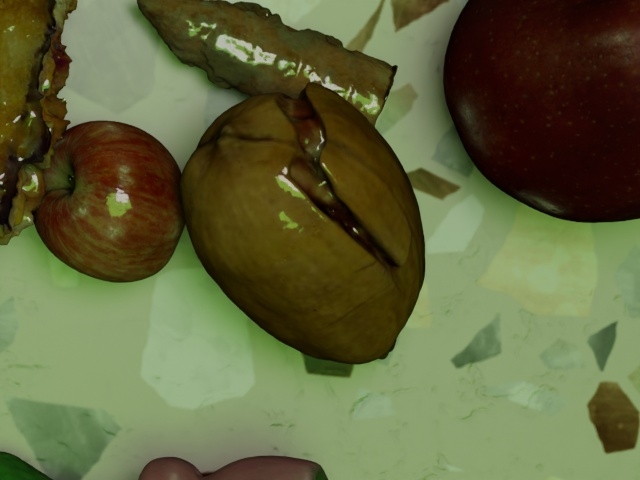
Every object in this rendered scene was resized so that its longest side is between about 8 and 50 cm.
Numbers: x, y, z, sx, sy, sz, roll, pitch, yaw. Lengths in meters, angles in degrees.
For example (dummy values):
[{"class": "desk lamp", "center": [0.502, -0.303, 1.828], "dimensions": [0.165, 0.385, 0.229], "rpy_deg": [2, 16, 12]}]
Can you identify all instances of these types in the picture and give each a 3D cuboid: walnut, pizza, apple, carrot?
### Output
[{"class": "walnut", "center": [0.000, 0.000, 1.462], "dimensions": [0.209, 0.209, 0.336], "rpy_deg": [-37, 131, -8]}, {"class": "pizza", "center": [-0.345, -0.114, 1.401], "dimensions": [0.278, 0.114, 0.409], "rpy_deg": [40, 82, 10]}, {"class": "apple", "center": [-0.190, -0.034, 1.451], "dimensions": [0.131, 0.146, 0.146], "rpy_deg": [22, 89, -38]}, {"class": "apple", "center": [0.278, -0.152, 1.474], "dimensions": [0.288, 0.317, 0.288], "rpy_deg": [5, 83, -38]}, {"class": "carrot", "center": [-0.054, -0.172, 1.497], "dimensions": [0.263, 0.102, 0.102], "rpy_deg": [23, 89, -13]}]

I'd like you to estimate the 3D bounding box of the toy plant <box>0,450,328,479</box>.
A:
[{"class": "toy plant", "center": [-0.151, 0.334, 1.463], "dimensions": [0.356, 0.210, 0.317], "rpy_deg": [-10, 99, 0]}]
